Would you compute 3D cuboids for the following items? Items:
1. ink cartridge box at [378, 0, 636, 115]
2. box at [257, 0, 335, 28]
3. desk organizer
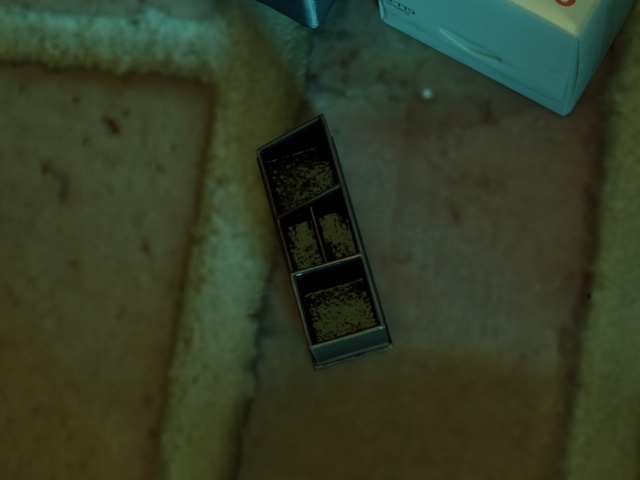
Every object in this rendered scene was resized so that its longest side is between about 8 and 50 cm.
[{"bbox_3d":[0.126,-0.185,0.961,0.128,0.127,0.176,28,80,11],"label":"ink cartridge box"},{"bbox_3d":[-0.101,-0.352,0.916,0.395,0.212,0.293,30,79,13],"label":"box"},{"bbox_3d":[0.000,0.000,0.962,0.047,0.050,0.130,-16,74,1],"label":"desk organizer"}]
